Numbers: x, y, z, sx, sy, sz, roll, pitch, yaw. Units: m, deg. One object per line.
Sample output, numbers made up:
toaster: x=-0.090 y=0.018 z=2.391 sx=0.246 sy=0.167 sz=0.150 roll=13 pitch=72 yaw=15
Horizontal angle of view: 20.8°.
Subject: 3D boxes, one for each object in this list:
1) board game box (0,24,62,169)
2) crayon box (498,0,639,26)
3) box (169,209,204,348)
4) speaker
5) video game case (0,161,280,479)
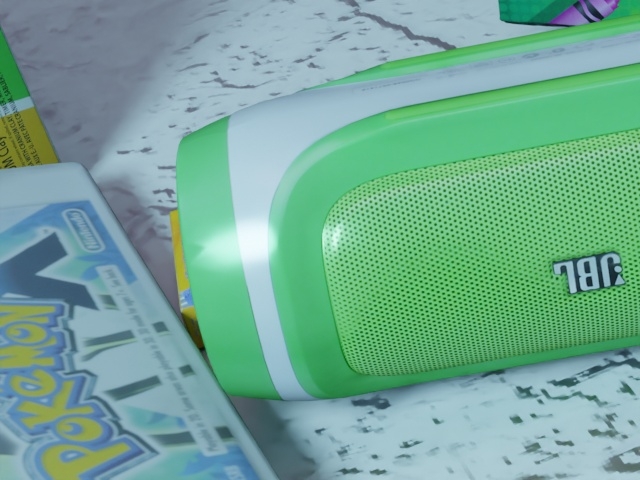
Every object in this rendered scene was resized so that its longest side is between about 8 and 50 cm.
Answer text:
board game box: x=-0.267 y=-0.163 z=0.951 sx=0.064 sy=0.242 sz=0.316 roll=-32 pitch=38 yaw=-18
crayon box: x=0.212 y=-0.210 z=0.926 sx=0.165 sy=0.081 sz=0.278 roll=7 pitch=38 yaw=26
box: x=0.000 y=0.000 z=0.808 sx=0.136 sy=0.028 sz=0.081 roll=-17 pitch=35 yaw=2
speaker: x=0.099 y=-0.016 z=0.698 sx=0.297 sy=0.131 sz=0.131 roll=-10 pitch=36 yaw=5
video game case: x=-0.196 y=0.066 z=0.709 sx=0.300 sy=0.036 sz=0.329 roll=-8 pitch=32 yaw=-22
